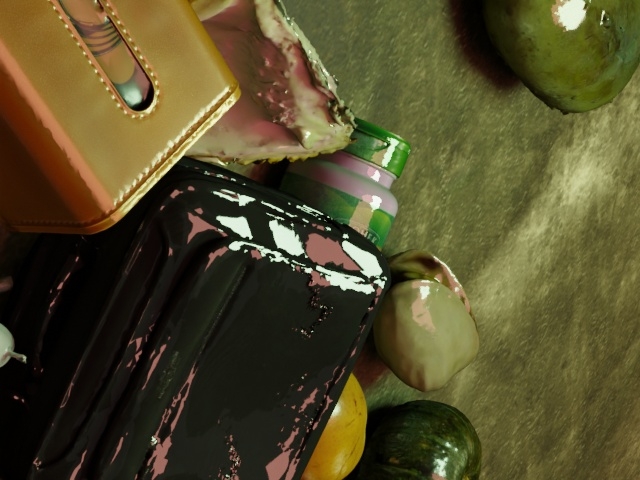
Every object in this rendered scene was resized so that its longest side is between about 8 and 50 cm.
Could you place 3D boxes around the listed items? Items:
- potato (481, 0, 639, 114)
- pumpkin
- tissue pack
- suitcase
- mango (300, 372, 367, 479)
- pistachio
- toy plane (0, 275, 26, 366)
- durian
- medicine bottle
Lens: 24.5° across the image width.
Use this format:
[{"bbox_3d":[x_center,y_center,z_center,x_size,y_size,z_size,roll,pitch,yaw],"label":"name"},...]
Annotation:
[{"bbox_3d":[0.308,-0.276,1.860,0.307,0.173,0.210,19,95,-56],"label":"potato"},{"bbox_3d":[0.126,0.315,1.951,0.224,0.157,0.223,13,90,-73],"label":"pumpkin"},{"bbox_3d":[-0.212,-0.168,1.106,0.194,0.145,0.274,-51,124,-30],"label":"tissue pack"},{"bbox_3d":[-0.133,0.098,1.371,0.339,0.188,0.345,19,101,-41],"label":"suitcase"},{"bbox_3d":[0.000,0.224,1.750,0.144,0.112,0.219,-59,151,-19],"label":"mango"},{"bbox_3d":[0.130,0.103,1.858,0.129,0.131,0.206,-99,174,-46],"label":"pistachio"},{"bbox_3d":[-0.343,0.051,1.153,0.182,0.107,0.273,-62,143,-19],"label":"toy plane"},{"bbox_3d":[-0.113,-0.159,1.337,0.196,0.185,0.305,-35,151,-2],"label":"durian"},{"bbox_3d":[0.000,0.000,1.602,0.133,0.133,0.274,26,85,-58],"label":"medicine bottle"}]
